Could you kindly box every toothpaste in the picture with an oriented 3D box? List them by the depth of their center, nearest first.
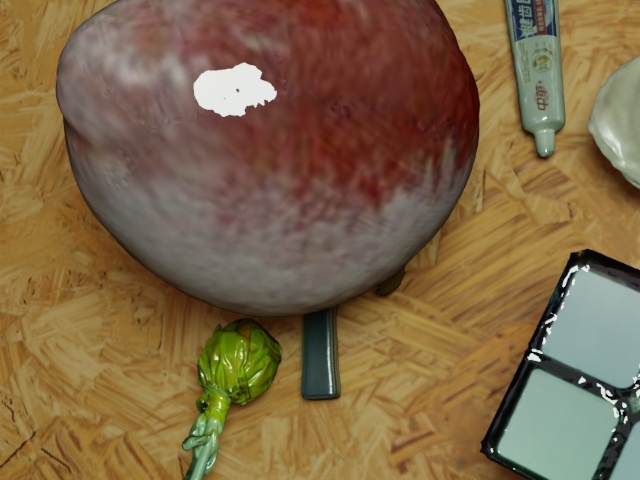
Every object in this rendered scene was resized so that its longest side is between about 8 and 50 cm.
[{"bbox_3d":[0.196,-0.187,1.056,0.060,0.038,0.234,-7,74,15],"label":"toothpaste"}]

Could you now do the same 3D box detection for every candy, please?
[{"bbox_3d":[-0.108,0.189,1.038,0.073,0.077,0.262,12,65,18],"label":"candy"}]

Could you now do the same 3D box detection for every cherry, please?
[{"bbox_3d":[-0.047,-0.082,0.947,0.334,0.326,0.291,-16,70,-24],"label":"cherry"}]

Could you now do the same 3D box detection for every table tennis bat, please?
[{"bbox_3d":[0.000,0.000,1.097,0.173,0.022,0.301,-6,76,19],"label":"table tennis bat"}]

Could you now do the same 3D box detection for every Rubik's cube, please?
[{"bbox_3d":[0.253,0.127,0.900,0.180,0.167,0.183,27,91,22],"label":"Rubik's cube"}]

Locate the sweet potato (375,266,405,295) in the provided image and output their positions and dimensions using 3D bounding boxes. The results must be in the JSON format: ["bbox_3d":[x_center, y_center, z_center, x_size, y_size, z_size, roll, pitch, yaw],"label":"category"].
[{"bbox_3d":[0.095,-0.070,1.055,0.069,0.059,0.250,5,80,23],"label":"sweet potato"}]

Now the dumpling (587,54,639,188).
[{"bbox_3d":[0.345,-0.103,0.934,0.250,0.132,0.162,-10,66,3],"label":"dumpling"}]
